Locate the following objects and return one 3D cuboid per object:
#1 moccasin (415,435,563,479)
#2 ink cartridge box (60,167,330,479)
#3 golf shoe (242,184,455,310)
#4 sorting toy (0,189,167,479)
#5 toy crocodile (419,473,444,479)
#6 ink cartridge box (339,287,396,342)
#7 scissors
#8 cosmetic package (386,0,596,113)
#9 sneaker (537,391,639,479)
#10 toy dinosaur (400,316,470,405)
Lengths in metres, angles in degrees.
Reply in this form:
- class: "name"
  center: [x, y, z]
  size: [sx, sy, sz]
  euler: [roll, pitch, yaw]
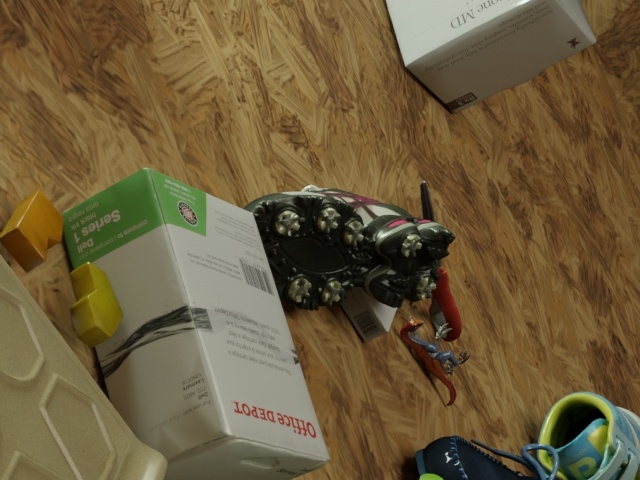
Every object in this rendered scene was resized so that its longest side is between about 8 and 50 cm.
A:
- class: "moccasin"
  center: [0.214, 0.271, 1.928]
  size: [0.342, 0.117, 0.137]
  euler: [40, 30, -47]
- class: "ink cartridge box"
  center: [-0.093, 0.075, 1.459]
  size: [0.160, 0.093, 0.219]
  euler: [25, 43, -59]
- class: "golf shoe"
  center: [0.000, 0.000, 1.804]
  size: [0.120, 0.105, 0.273]
  euler: [33, 13, 38]
- class: "sorting toy"
  center: [-0.192, 0.099, 1.281]
  size: [0.229, 0.041, 0.307]
  euler: [52, 23, -17]
- class: "toy crocodile"
  center: [0.083, 0.319, 1.594]
  size: [0.340, 0.105, 0.115]
  euler: [-86, -175, -55]
- class: "ink cartridge box"
  center: [0.049, 0.049, 1.928]
  size: [0.063, 0.029, 0.115]
  euler: [58, 20, -13]
- class: "scissors"
  center: [0.120, 0.026, 1.961]
  size: [0.297, 0.021, 0.109]
  euler: [95, -29, -73]
- class: "cosmetic package"
  center: [0.189, -0.383, 2.528]
  size: [0.156, 0.217, 0.385]
  euler: [38, 30, -50]
- class: "sneaker"
  center: [0.337, 0.310, 2.180]
  size: [0.208, 0.127, 0.319]
  euler: [36, 24, -55]
- class: "toy dinosaur"
  center: [0.114, 0.114, 1.996]
  size: [0.082, 0.047, 0.090]
  euler: [18, 57, -38]
